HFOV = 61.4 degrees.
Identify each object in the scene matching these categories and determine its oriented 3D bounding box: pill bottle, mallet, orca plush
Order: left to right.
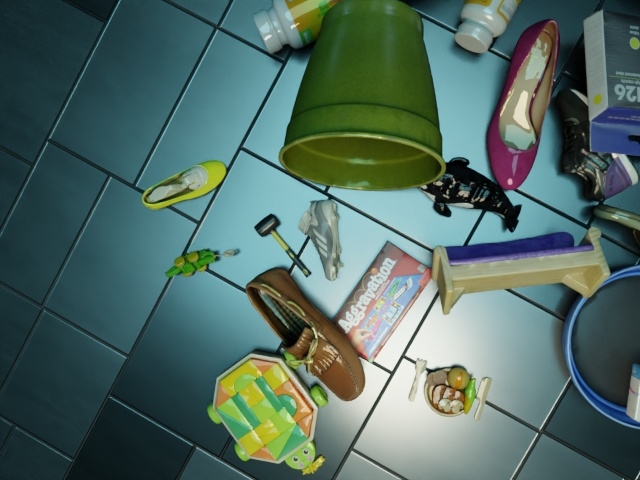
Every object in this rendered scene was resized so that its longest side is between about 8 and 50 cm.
[{"bbox_3d":[-0.083,0.011,1.380,0.190,0.039,0.062,43,92,-2],"label":"mallet"},{"bbox_3d":[-0.034,-0.554,1.313,0.246,0.136,0.136,-24,89,5],"label":"pill bottle"},{"bbox_3d":[0.356,-0.112,1.304,0.287,0.102,0.151,38,94,3],"label":"orca plush"},{"bbox_3d":[0.408,-0.563,1.286,0.118,0.117,0.208,27,93,4],"label":"pill bottle"}]

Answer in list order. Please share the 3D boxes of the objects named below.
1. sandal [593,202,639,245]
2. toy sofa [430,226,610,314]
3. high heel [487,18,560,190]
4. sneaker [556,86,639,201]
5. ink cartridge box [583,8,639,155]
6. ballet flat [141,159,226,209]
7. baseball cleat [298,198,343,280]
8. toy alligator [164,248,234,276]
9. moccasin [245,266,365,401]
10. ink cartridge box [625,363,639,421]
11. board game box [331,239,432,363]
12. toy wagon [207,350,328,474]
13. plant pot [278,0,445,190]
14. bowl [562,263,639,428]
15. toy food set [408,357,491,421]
[{"bbox_3d":[0.786,0.001,1.271,0.303,0.120,0.086,24,99,12],"label":"sandal"},{"bbox_3d":[0.443,0.048,1.244,0.363,0.150,0.177,-7,62,5],"label":"toy sofa"},{"bbox_3d":[0.473,-0.308,1.252,0.127,0.181,0.376,4,91,5],"label":"high heel"},{"bbox_3d":[0.625,-0.224,1.283,0.124,0.107,0.283,-33,88,10],"label":"sneaker"},{"bbox_3d":[0.746,-0.350,1.227,0.304,0.072,0.306,0,84,-18],"label":"ink cartridge box"},{"bbox_3d":[-0.352,-0.140,1.375,0.231,0.077,0.077,-23,88,4],"label":"ballet flat"},{"bbox_3d":[0.000,0.000,1.362,0.110,0.072,0.205,-1,86,18],"label":"baseball cleat"},{"bbox_3d":[-0.312,0.045,1.390,0.190,0.056,0.051,-20,49,5],"label":"toy alligator"},{"bbox_3d":[-0.038,0.234,1.304,0.139,0.147,0.380,-37,88,34],"label":"moccasin"},{"bbox_3d":[0.757,0.351,1.227,0.089,0.052,0.122,8,90,5],"label":"ink cartridge box"},{"bbox_3d":[0.150,0.154,1.364,0.145,0.027,0.281,34,93,5],"label":"board game box"},{"bbox_3d":[-0.112,0.450,1.369,0.267,0.068,0.344,-37,88,5],"label":"toy wagon"},{"bbox_3d":[0.107,-0.332,1.224,0.367,0.366,0.352,5,79,5],"label":"plant pot"},{"bbox_3d":[0.776,0.248,1.289,0.392,0.077,0.390,0,91,4],"label":"bowl"},{"bbox_3d":[0.323,0.378,1.346,0.192,0.038,0.132,14,92,4],"label":"toy food set"}]
